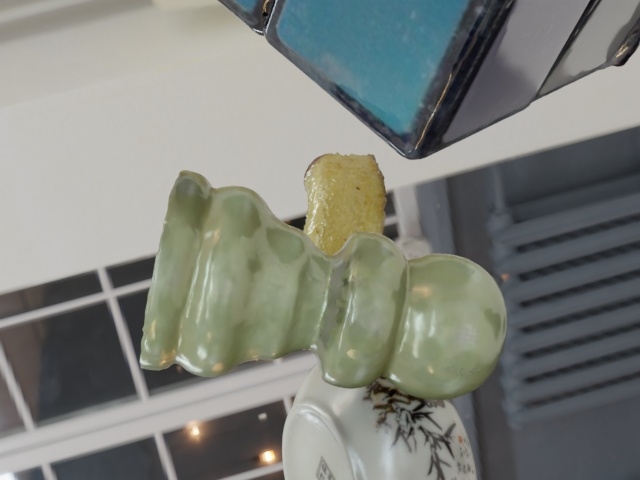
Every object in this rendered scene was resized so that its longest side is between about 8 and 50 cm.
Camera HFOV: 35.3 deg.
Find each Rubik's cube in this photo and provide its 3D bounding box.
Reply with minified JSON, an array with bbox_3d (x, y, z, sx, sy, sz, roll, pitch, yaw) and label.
[{"bbox_3d":[0.101,-0.293,0.716,0.318,0.313,0.316,42,134,20],"label":"Rubik's cube"}]

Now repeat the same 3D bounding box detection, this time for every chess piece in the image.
[{"bbox_3d":[0.010,0.045,0.718,0.144,0.251,0.145,-168,90,-87],"label":"chess piece"}]

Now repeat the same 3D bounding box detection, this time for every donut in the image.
[{"bbox_3d":[0.002,-0.001,1.232,0.217,0.085,0.141,-63,29,26],"label":"donut"}]

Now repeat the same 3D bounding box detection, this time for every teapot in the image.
[{"bbox_3d":[0.067,0.203,0.840,0.300,0.165,0.208,48,127,32],"label":"teapot"}]
